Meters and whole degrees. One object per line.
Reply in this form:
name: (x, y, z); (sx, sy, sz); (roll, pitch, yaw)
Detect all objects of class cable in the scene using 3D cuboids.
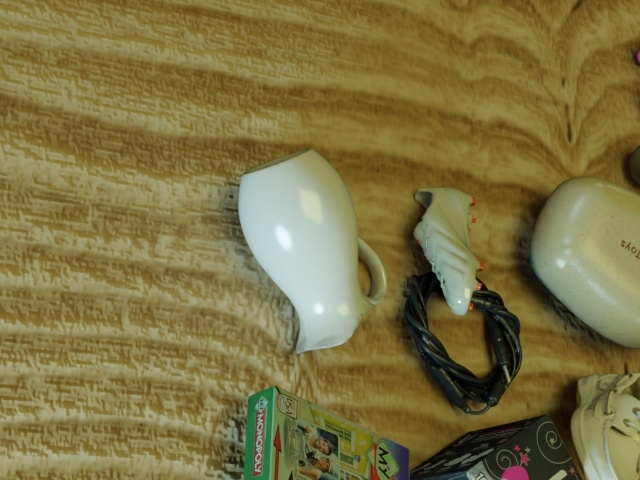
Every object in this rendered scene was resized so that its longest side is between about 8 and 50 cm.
cable: (0.174, 0.107, 1.737); (0.150, 0.047, 0.184); (-42, 98, -34)

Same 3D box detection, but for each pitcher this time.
pitcher: (0.000, 0.000, 1.629); (0.178, 0.125, 0.207); (-33, 105, -56)

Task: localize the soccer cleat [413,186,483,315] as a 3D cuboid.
soccer cleat: (0.148, 0.012, 1.721); (0.076, 0.068, 0.196); (9, 44, -8)

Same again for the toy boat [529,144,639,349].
toy boat: (0.411, -0.012, 1.883); (0.267, 0.148, 0.318); (37, 66, -12)

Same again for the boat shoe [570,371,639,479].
boat shoe: (0.355, 0.223, 1.702); (0.098, 0.096, 0.277); (63, 18, -17)

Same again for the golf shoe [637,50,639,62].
golf shoe: (0.530, -0.156, 2.021); (0.140, 0.115, 0.306); (-6, 71, -23)

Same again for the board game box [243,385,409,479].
board game box: (0.007, 0.332, 1.495); (0.213, 0.046, 0.317); (29, 48, -35)

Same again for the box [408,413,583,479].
box: (0.224, 0.340, 1.622); (0.142, 0.163, 0.247); (-30, 92, -34)
